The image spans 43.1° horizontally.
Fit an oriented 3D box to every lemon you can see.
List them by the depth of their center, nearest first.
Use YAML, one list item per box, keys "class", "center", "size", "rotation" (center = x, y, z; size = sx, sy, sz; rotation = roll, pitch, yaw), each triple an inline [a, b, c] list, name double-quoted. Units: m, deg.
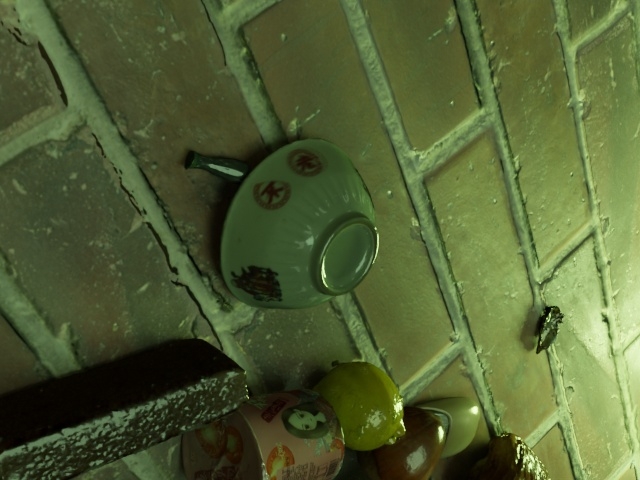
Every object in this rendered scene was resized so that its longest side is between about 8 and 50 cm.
- class: "lemon"
  center: [0.083, 0.340, 1.659]
  size: [0.173, 0.206, 0.173]
  rotation: [-48, 165, -18]

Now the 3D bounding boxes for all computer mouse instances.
- class: "computer mouse"
  center: [0.298, 0.451, 1.946]
  size: [0.236, 0.082, 0.145]
  rotation: [3, 108, -40]

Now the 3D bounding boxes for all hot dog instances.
- class: "hot dog"
  center: [0.490, 0.660, 2.133]
  size: [0.267, 0.174, 0.387]
  rotation: [-48, 134, -7]

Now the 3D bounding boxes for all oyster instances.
- class: "oyster"
  center: [0.588, 0.232, 2.114]
  size: [0.086, 0.029, 0.132]
  rotation: [36, 88, -36]

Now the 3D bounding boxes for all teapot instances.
- class: "teapot"
  center: [-0.174, -0.124, 1.355]
  size: [0.110, 0.043, 0.043]
  rotation: [12, 101, -38]

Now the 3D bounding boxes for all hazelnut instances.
- class: "hazelnut"
  center: [0.180, 0.449, 1.765]
  size: [0.214, 0.214, 0.176]
  rotation: [-34, 103, -22]

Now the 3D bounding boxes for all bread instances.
- class: "bread"
  center: [-0.335, 0.276, 1.321]
  size: [0.416, 0.165, 0.113]
  rotation: [-16, 117, -32]

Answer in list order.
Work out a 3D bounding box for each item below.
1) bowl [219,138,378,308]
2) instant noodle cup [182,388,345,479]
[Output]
- class: "bowl"
  center: [0.000, 0.000, 1.441]
  size: [0.337, 0.157, 0.337]
  rotation: [-25, 129, -36]
- class: "instant noodle cup"
  center: [-0.098, 0.391, 1.519]
  size: [0.231, 0.243, 0.243]
  rotation: [-5, 112, -43]
